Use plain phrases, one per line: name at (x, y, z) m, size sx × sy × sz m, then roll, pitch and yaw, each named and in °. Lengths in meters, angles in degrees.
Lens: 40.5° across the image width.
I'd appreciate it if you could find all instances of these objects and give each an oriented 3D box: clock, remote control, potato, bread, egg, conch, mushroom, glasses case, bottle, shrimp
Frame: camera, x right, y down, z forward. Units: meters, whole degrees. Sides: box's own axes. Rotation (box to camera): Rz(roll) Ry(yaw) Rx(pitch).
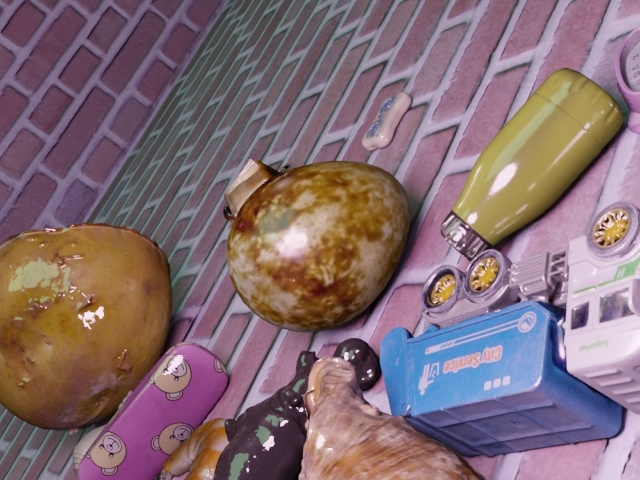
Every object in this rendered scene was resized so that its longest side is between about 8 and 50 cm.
clock at (0.406, -0.206, 1.061) m, size 0.110 × 0.050 × 0.152 m, roll -36°, pitch 28°, yaw 33°
remote control at (0.122, -0.223, 1.616) m, size 0.074 × 0.032 × 0.122 m, roll -8°, pitch 50°, yaw 57°
potato at (-0.503, 0.198, 1.740) m, size 0.442 × 0.385 × 0.319 m, roll -49°, pitch 34°, yaw 34°
bread at (-0.062, -0.040, 1.495) m, size 0.110 × 0.192 × 0.210 m, roll -47°, pitch 24°, yaw 5°
egg at (0.000, 0.000, 1.275) m, size 0.289 × 0.238 × 0.238 m, roll -43°, pitch 23°, yaw -4°
conch at (0.062, 0.281, 0.812) m, size 0.352 × 0.210 × 0.297 m, roll -81°, pitch 11°, yaw -52°
mushroom at (-0.132, -0.101, 1.894) m, size 0.187 × 0.061 × 0.060 m, roll -36°, pitch 40°, yaw 7°
glasses case at (-0.286, 0.315, 1.488) m, size 0.316 × 0.123 × 0.076 m, roll -52°, pitch 19°, yaw 2°
bottle at (0.255, -0.087, 1.091) m, size 0.260 × 0.112 × 0.112 m, roll -49°, pitch 24°, yaw 7°
shrimp at (-0.194, 0.355, 1.339) m, size 0.185 × 0.068 × 0.287 m, roll -52°, pitch 22°, yaw -5°

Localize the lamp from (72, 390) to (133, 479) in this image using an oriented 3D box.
lamp at (-0.385, 0.375, 1.627) m, size 0.106 × 0.106 × 0.193 m, roll -18°, pitch 31°, yaw 52°

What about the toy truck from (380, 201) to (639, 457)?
toy truck at (0.218, 0.101, 0.863) m, size 0.367 × 0.146 × 0.175 m, roll -28°, pitch 41°, yaw 48°

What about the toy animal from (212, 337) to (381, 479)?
toy animal at (-0.061, 0.268, 1.179) m, size 0.343 × 0.106 × 0.168 m, roll -54°, pitch 23°, yaw -12°
